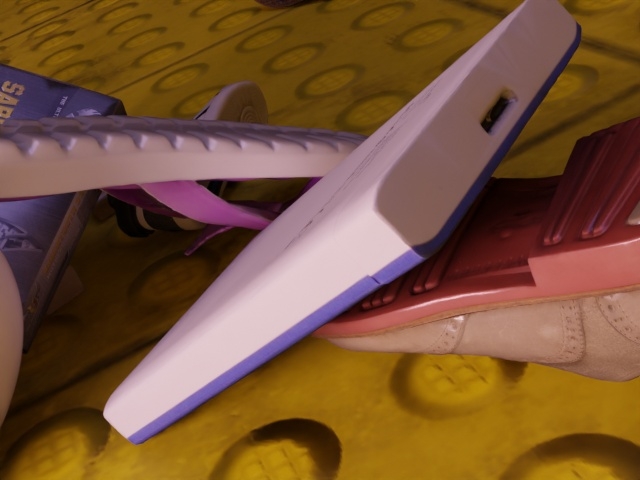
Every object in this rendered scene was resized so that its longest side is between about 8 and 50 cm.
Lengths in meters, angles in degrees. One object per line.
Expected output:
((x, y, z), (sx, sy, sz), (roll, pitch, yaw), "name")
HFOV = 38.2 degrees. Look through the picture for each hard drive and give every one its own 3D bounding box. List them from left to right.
((0.000, 0.000, 0.553), (0.318, 0.040, 0.210), (-38, 9, 49), "hard drive")

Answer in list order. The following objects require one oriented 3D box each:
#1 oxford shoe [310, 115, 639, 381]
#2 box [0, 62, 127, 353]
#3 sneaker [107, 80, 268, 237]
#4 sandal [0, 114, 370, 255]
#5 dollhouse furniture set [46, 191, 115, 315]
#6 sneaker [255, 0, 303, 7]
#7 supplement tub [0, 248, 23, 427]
((0.111, 0.036, 0.518), (0.348, 0.130, 0.123), (-14, 35, 56), "oxford shoe")
((-0.293, -0.039, 0.793), (0.183, 0.056, 0.231), (17, 69, 7), "box")
((-0.140, -0.088, 0.917), (0.121, 0.079, 0.217), (-5, 35, 25), "sneaker")
((-0.120, -0.043, 0.739), (0.416, 0.102, 0.169), (-2, 15, -25), "sandal")
((-0.256, -0.036, 0.887), (0.161, 0.101, 0.182), (-38, 33, -27), "dollhouse furniture set")
((-0.021, -0.382, 1.362), (0.188, 0.066, 0.071), (6, 22, 32), "sneaker")
((-0.393, 0.054, 0.607), (0.324, 0.235, 0.235), (16, 42, 18), "supplement tub")
